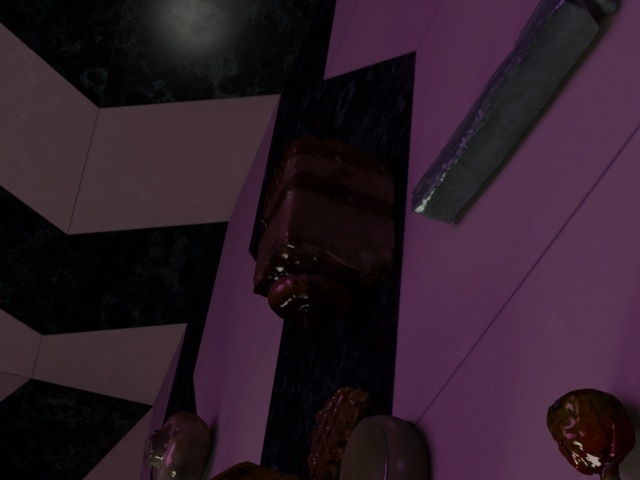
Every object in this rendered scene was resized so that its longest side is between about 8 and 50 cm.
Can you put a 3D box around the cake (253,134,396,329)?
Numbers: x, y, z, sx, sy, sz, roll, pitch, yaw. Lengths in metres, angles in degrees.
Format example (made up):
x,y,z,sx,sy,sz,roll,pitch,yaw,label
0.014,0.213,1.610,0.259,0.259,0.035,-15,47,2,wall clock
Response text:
x,y,z,sx,sy,sz,roll,pitch,yaw,label
0.000,0.000,1.060,0.199,0.196,0.293,129,155,-49,cake

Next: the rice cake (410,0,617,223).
x,y,z,sx,sy,sz,roll,pitch,yaw,label
0.210,-0.151,0.747,0.063,0.066,0.336,-88,23,-46,rice cake

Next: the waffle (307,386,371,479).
x,y,z,sx,sy,sz,roll,pitch,yaw,label
0.022,0.308,0.932,0.160,0.046,0.192,140,144,-63,waffle

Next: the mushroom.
x,y,z,sx,sy,sz,roll,pitch,yaw,label
-0.416,0.617,1.855,0.255,0.184,0.255,-26,61,60,mushroom

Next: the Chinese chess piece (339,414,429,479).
x,y,z,sx,sy,sz,roll,pitch,yaw,label
0.074,0.282,0.765,0.144,0.058,0.144,-164,90,-74,Chinese chess piece

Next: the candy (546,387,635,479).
x,y,z,sx,sy,sz,roll,pitch,yaw,label
0.212,0.187,0.431,0.201,0.060,0.060,-101,32,-46,candy

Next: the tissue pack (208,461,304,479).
x,y,z,sx,sy,sz,roll,pitch,yaw,label
-0.081,0.425,0.905,0.271,0.134,0.192,-34,75,65,tissue pack
